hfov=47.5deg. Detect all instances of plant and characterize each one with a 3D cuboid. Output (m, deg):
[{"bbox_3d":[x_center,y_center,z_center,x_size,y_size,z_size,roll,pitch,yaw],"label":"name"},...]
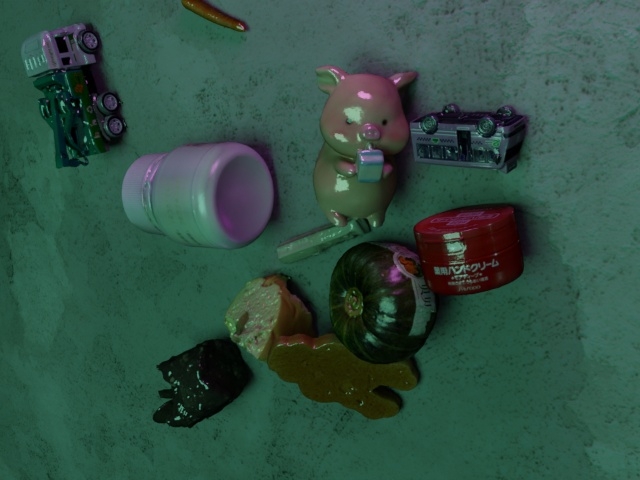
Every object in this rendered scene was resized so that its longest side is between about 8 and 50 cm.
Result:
[{"bbox_3d":[-0.335,0.386,1.960,0.276,0.199,0.188,-39,76,36],"label":"plant"}]

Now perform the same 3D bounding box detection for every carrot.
[{"bbox_3d":[-0.237,-0.506,1.635,0.190,0.037,0.037,32,124,19],"label":"carrot"}]

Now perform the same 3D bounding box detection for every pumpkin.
[{"bbox_3d":[0.137,0.129,1.509,0.260,0.189,0.260,-13,74,55],"label":"pumpkin"}]

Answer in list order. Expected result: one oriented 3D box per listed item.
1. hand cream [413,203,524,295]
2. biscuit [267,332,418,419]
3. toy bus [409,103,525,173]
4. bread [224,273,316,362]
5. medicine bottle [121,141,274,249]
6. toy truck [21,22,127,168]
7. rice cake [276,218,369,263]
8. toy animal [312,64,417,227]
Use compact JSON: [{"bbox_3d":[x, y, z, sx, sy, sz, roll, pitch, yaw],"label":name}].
[{"bbox_3d":[0.275,0.014,1.348,0.193,0.193,0.125,-6,106,38],"label":"hand cream"},{"bbox_3d":[0.045,0.295,1.637,0.334,0.047,0.202,18,124,-5],"label":"biscuit"},{"bbox_3d":[0.269,-0.186,1.336,0.199,0.096,0.108,10,117,36],"label":"toy bus"},{"bbox_3d":[-0.104,0.196,1.779,0.184,0.224,0.211,20,77,37],"label":"bread"},{"bbox_3d":[-0.288,-0.105,1.689,0.302,0.241,0.241,4,110,36],"label":"medicine bottle"},{"bbox_3d":[-0.649,-0.375,1.904,0.177,0.178,0.363,-4,102,38],"label":"toy truck"},{"bbox_3d":[0.000,0.000,1.641,0.256,0.052,0.057,-20,124,40],"label":"rice cake"},{"bbox_3d":[0.073,-0.184,1.405,0.195,0.212,0.256,5,133,-11],"label":"toy animal"}]
